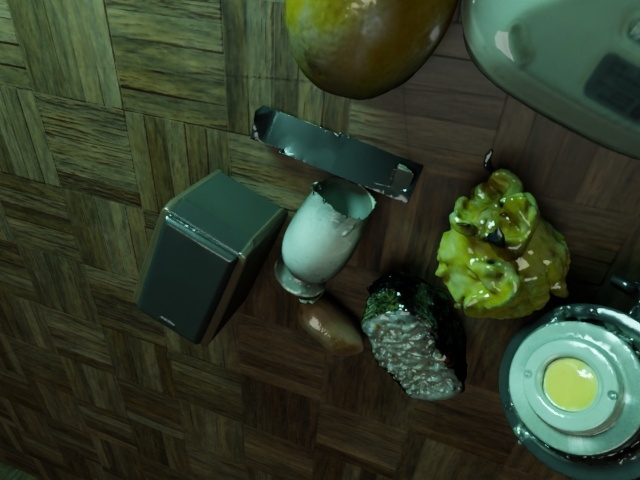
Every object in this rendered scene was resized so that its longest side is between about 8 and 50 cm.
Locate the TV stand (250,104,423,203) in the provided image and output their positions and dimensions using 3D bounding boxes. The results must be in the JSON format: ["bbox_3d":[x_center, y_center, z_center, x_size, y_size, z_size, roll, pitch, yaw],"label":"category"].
[{"bbox_3d":[0.020,-0.129,0.674,0.257,0.040,0.048,23,127,7],"label":"TV stand"}]

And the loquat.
[{"bbox_3d":[0.051,-0.258,0.495,0.179,0.179,0.227,32,136,0],"label":"loquat"}]

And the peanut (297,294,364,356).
[{"bbox_3d":[0.019,0.158,0.847,0.152,0.076,0.076,44,127,-6],"label":"peanut"}]

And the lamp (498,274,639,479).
[{"bbox_3d":[0.364,0.210,0.591,0.272,0.205,0.373,2,112,-31],"label":"lamp"}]

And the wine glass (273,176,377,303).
[{"bbox_3d":[0.000,0.000,0.723,0.111,0.111,0.204,30,132,2],"label":"wine glass"}]

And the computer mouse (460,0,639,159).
[{"bbox_3d":[0.299,-0.209,0.468,0.331,0.095,0.197,28,113,-10],"label":"computer mouse"}]

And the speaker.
[{"bbox_3d":[-0.185,0.029,0.777,0.153,0.192,0.230,32,124,2],"label":"speaker"}]

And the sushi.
[{"bbox_3d":[0.156,0.153,0.748,0.124,0.127,0.225,-20,120,31],"label":"sushi"}]

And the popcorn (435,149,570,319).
[{"bbox_3d":[0.232,0.008,0.618,0.168,0.173,0.195,-2,133,49],"label":"popcorn"}]
